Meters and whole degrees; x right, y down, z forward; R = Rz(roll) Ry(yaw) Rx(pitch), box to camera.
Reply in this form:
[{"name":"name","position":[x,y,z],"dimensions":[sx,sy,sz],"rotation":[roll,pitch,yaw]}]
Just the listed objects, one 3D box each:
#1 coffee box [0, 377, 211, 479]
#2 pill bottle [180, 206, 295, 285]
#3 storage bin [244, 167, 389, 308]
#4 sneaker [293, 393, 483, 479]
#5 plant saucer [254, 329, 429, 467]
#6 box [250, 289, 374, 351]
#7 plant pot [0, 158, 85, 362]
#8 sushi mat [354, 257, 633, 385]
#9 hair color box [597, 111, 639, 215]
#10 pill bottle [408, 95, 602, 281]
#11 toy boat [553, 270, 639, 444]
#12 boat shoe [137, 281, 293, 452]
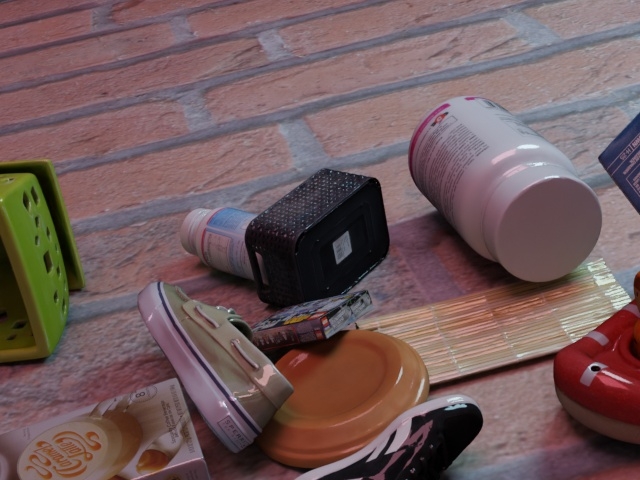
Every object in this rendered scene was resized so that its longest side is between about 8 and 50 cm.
[{"name":"coffee box","position":[-0.234,0.245,1.014],"dimensions":[0.247,0.098,0.141],"rotation":[-18,30,-11]},{"name":"pill bottle","position":[-0.109,0.003,1.393],"dimensions":[0.160,0.087,0.087],"rotation":[15,39,38]},{"name":"storage bin","position":[0.000,0.000,1.326],"dimensions":[0.084,0.122,0.180],"rotation":[14,38,36]},{"name":"sneaker","position":[0.080,0.235,0.957],"dimensions":[0.217,0.079,0.121],"rotation":[-28,36,-12]},{"name":"plant saucer","position":[0.015,0.158,1.114],"dimensions":[0.200,0.037,0.200],"rotation":[-15,30,9]},{"name":"box","position":[-0.018,0.094,1.203],"dimensions":[0.137,0.027,0.094],"rotation":[-15,9,41]},{"name":"plant pot","position":[-0.443,0.015,1.362],"dimensions":[0.228,0.227,0.207],"rotation":[-4,25,12]},{"name":"sushi mat","position":[0.200,0.097,1.198],"dimensions":[0.317,0.019,0.151],"rotation":[-14,31,-5]},{"name":"hair color box","position":[0.428,0.012,1.013],"dimensions":[0.174,0.105,0.347],"rotation":[23,30,-32]},{"name":"pill bottle","position":[0.227,-0.068,1.316],"dimensions":[0.160,0.160,0.283],"rotation":[-16,27,-8]},{"name":"toy boat","position":[0.333,0.092,1.029],"dimensions":[0.231,0.151,0.151],"rotation":[-29,34,-29]},{"name":"boat shoe","position":[-0.117,0.123,1.157],"dimensions":[0.094,0.109,0.302],"rotation":[-35,36,-8]}]
